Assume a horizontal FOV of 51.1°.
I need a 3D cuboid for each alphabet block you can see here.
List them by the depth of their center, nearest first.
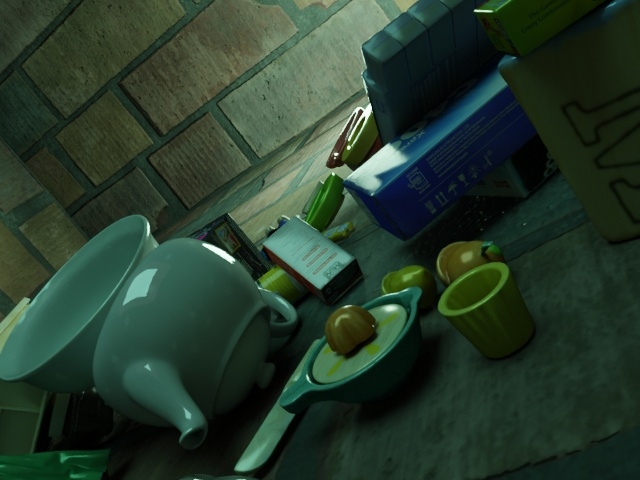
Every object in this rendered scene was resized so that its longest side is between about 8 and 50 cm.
[{"bbox_3d":[0.306,-0.148,0.583,0.193,0.197,0.192,-23,19,44],"label":"alphabet block"}]

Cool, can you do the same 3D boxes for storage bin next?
[{"bbox_3d":[-0.505,0.272,1.125,0.262,0.123,0.260,-118,45,-74],"label":"storage bin"}]

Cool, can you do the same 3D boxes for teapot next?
[{"bbox_3d":[-0.141,0.128,0.837,0.252,0.187,0.256,92,-158,-66],"label":"teapot"}]

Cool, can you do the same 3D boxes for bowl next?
[{"bbox_3d":[-0.315,0.113,0.982,0.298,0.134,0.298,-33,30,22],"label":"bowl"}]

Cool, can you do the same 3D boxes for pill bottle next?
[{"bbox_3d":[-0.041,0.058,1.036,0.116,0.065,0.065,-37,14,-1],"label":"pill bottle"}]

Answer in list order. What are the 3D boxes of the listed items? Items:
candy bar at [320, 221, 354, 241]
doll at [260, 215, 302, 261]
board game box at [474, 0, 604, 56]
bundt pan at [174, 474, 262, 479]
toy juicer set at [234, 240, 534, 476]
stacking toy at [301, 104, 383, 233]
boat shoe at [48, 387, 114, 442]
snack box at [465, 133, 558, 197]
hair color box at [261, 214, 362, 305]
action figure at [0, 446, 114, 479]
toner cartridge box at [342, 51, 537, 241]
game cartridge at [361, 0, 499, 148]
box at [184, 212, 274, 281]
[{"bbox_3d":[0.000,0.000,1.215,0.161,0.018,0.040,-22,24,45],"label":"candy bar"},{"bbox_3d":[-0.083,-0.003,1.362,0.129,0.046,0.189,-42,14,11],"label":"doll"},{"bbox_3d":[0.216,-0.218,0.524,0.181,0.043,0.092,-34,14,13],"label":"board game box"},{"bbox_3d":[-0.121,0.257,0.376,0.330,0.124,0.331,-30,8,4],"label":"bundt pan"},{"bbox_3d":[0.046,0.088,0.681,0.329,0.089,0.209,-32,15,21],"label":"toy juicer set"},{"bbox_3d":[0.081,-0.121,1.333,0.279,0.130,0.309,-62,8,10],"label":"stacking toy"},{"bbox_3d":[-0.396,0.263,1.184,0.324,0.096,0.117,-151,73,-78],"label":"boat shoe"},{"bbox_3d":[0.324,-0.181,0.917,0.322,0.060,0.187,-40,15,-10],"label":"snack box"},{"bbox_3d":[-0.014,0.026,0.973,0.072,0.043,0.141,-41,48,-15],"label":"hair color box"},{"bbox_3d":[-0.393,0.308,0.848,0.232,0.063,0.137,4,12,-4],"label":"action figure"},{"bbox_3d":[0.196,-0.149,0.853,0.348,0.075,0.165,-40,16,-2],"label":"toner cartridge box"},{"bbox_3d":[0.179,-0.219,0.963,0.230,0.068,0.355,-35,-27,-3],"label":"game cartridge"},{"bbox_3d":[-0.220,0.095,1.152,0.247,0.163,0.142,-27,20,32],"label":"box"}]
